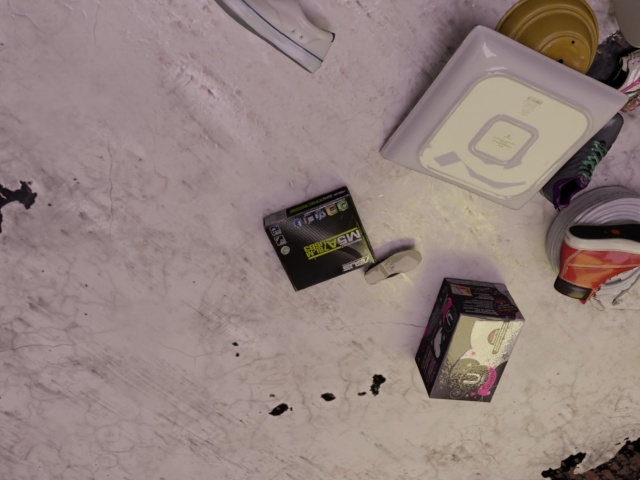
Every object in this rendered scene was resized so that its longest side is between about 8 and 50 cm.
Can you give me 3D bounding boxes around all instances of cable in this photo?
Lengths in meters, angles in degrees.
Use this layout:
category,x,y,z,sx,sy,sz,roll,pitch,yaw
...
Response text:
category,x,y,z,sx,sy,sz,roll,pitch,yaw
cable,0.627,0.006,1.695,0.257,0.089,0.257,33,112,-24

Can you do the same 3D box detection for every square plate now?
category,x,y,z,sx,sy,sz,roll,pitch,yaw
square plate,0.344,-0.205,1.478,0.347,0.049,0.344,19,136,-19

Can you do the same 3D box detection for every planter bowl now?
category,x,y,z,sx,sy,sz,roll,pitch,yaw
planter bowl,0.431,-0.345,1.438,0.217,0.090,0.217,-4,123,-7

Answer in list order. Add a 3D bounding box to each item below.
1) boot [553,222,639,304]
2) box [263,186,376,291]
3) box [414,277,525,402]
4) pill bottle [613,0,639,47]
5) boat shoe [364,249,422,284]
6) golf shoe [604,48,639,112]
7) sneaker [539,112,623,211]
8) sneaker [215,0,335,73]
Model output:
category,x,y,z,sx,sy,sz,roll,pitch,yaw
boot,0.620,0.058,1.625,0.244,0.088,0.176,2,122,1
box,0.000,0.000,1.619,0.190,0.045,0.184,-20,121,5
box,0.336,0.231,1.761,0.163,0.142,0.247,7,121,-13
pill bottle,0.719,-0.454,1.346,0.360,0.204,0.204,-12,123,-2
boat shoe,0.157,0.054,1.682,0.133,0.042,0.049,-26,97,7
golf shoe,0.623,-0.337,1.487,0.086,0.067,0.186,29,114,-23
sneaker,0.544,-0.156,1.572,0.083,0.098,0.224,26,115,-23
sneaker,-0.087,-0.396,1.336,0.258,0.094,0.091,31,95,-30
